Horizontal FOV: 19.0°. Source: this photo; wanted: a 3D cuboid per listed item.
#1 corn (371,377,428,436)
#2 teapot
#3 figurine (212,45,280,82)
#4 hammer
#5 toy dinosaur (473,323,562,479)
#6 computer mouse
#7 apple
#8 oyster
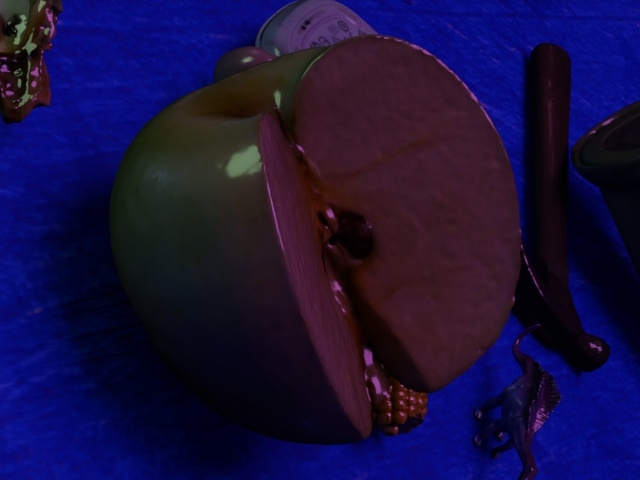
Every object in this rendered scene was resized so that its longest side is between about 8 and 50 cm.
[{"bbox_3d":[0.044,0.048,1.584,0.080,0.080,0.238,9,65,-53],"label":"corn"},{"bbox_3d":[0.414,0.011,2.061,0.337,0.200,0.270,64,-10,-15],"label":"teapot"},{"bbox_3d":[-0.036,-0.097,1.571,0.138,0.125,0.125,31,31,5],"label":"figurine"},{"bbox_3d":[0.243,-0.062,2.030,0.168,0.044,0.440,43,33,-28],"label":"hammer"},{"bbox_3d":[0.178,0.151,1.709,0.045,0.080,0.197,40,35,-24],"label":"toy dinosaur"},{"bbox_3d":[0.046,-0.085,1.710,0.288,0.097,0.159,45,39,-3],"label":"computer mouse"},{"bbox_3d":[-0.018,0.003,1.393,0.295,0.233,0.257,-39,118,-40],"label":"apple"},{"bbox_3d":[-0.266,-0.236,1.417,0.129,0.078,0.345,-7,70,-35],"label":"oyster"}]
